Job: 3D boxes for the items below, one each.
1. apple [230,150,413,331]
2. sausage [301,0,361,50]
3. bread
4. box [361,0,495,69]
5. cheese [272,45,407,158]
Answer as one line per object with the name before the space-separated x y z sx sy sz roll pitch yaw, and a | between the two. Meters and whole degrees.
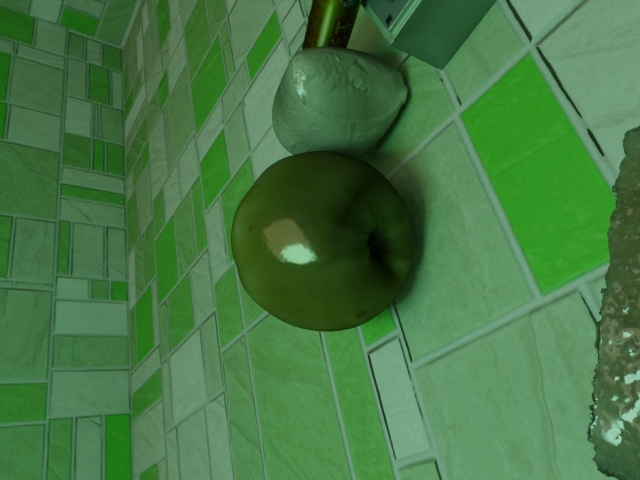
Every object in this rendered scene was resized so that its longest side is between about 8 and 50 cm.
apple | 0.000 0.000 0.732 0.262 0.262 0.262 -17 69 52
sausage | 0.013 -0.327 0.805 0.371 0.082 0.082 121 147 -69
bread | 0.327 0.052 0.391 0.183 0.102 0.337 3 83 51
box | 0.158 -0.414 0.711 0.225 0.117 0.225 -51 45 35
cheese | 0.018 -0.206 0.807 0.189 0.198 0.154 -35 59 56
